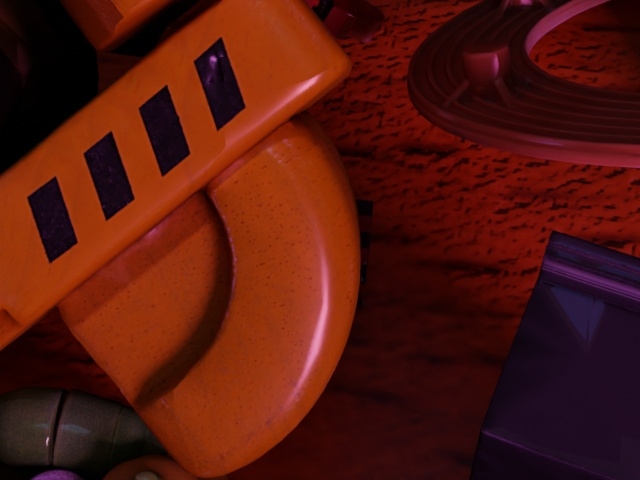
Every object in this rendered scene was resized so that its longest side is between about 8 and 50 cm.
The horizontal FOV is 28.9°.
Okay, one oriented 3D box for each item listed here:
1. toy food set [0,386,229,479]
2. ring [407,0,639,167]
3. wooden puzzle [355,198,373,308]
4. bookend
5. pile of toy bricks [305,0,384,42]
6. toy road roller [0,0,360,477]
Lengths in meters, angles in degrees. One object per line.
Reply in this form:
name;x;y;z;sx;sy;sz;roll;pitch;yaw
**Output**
toy food set;-0.140;0.108;0.504;0.218;0.071;0.128;8;56;6
ring;0.204;-0.111;0.570;0.337;0.032;0.336;-11;23;4
wooden puzzle;0.000;0.000;0.616;0.049;0.006;0.083;5;56;4
bookend;0.085;0.108;0.450;0.072;0.157;0.156;19;57;13
pile of toy bricks;0.053;-0.183;0.698;0.105;0.118;0.212;24;37;-16
toy road roller;-0.036;-0.064;0.495;0.329;0.202;0.240;-37;95;6
